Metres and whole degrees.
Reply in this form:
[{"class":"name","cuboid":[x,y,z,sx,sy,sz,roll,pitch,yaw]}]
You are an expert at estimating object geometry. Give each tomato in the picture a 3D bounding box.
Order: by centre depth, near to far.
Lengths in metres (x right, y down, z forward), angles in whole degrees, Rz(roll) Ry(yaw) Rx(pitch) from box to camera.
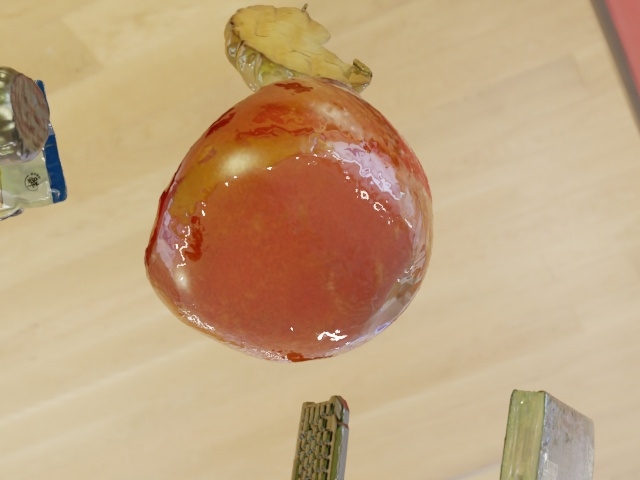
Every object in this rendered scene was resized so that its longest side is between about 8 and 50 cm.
[{"class":"tomato","cuboid":[0.000,0.000,1.023,0.200,0.139,0.233,-57,156,7]}]

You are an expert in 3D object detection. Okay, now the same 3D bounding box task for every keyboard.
[{"class":"keyboard","cuboid":[-0.013,0.258,1.194,0.016,0.262,0.106,12,165,-21]}]

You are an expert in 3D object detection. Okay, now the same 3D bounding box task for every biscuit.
[{"class":"biscuit","cuboid":[-0.035,-0.169,1.388,0.118,0.183,0.061,1,123,-23]}]

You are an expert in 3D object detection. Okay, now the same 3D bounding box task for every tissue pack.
[{"class":"tissue pack","cuboid":[0.235,0.224,1.518,0.051,0.112,0.156,0,163,30]}]

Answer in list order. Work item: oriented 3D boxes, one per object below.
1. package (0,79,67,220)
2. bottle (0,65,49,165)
[{"class":"package","cuboid":[-0.428,-0.116,1.996,0.173,0.171,0.027,-15,174,25]},{"class":"bottle","cuboid":[-0.324,-0.076,1.052,0.260,0.112,0.112,-6,149,15]}]
